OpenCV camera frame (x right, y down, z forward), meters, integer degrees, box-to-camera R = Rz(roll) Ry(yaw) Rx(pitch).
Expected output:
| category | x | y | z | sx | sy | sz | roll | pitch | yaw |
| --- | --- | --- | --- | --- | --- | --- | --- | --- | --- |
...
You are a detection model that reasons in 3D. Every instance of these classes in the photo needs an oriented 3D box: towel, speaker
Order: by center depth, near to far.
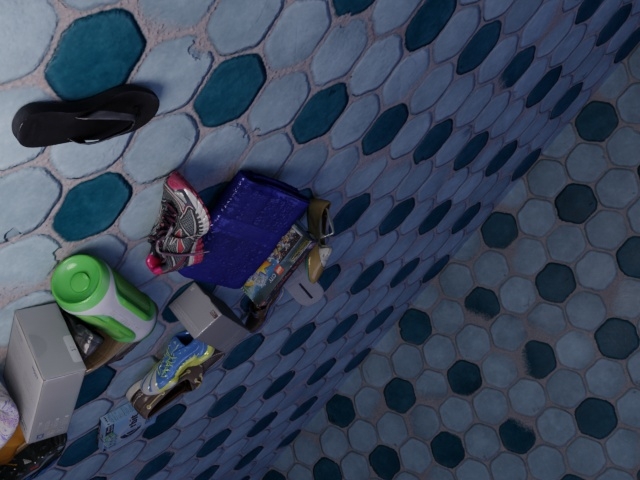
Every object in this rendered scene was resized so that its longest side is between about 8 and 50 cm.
| category | x | y | z | sx | sy | sz | roll | pitch | yaw |
| --- | --- | --- | --- | --- | --- | --- | --- | --- | --- |
| speaker | -0.450 | 0.130 | 1.559 | 0.131 | 0.131 | 0.296 | -40 | 158 | -7 |
| towel | -0.195 | -0.026 | 1.760 | 0.228 | 0.076 | 0.308 | 20 | 117 | -44 |

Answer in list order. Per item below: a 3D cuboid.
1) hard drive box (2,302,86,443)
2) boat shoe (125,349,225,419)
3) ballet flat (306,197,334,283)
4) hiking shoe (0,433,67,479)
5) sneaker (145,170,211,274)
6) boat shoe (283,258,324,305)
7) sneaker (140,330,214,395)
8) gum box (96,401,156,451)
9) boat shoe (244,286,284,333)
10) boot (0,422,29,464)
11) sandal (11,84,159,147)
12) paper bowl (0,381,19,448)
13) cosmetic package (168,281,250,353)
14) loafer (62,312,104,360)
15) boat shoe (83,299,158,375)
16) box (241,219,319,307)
| category | x | y | z | sx | sy | sz | roll | pitch | yaw |
| --- | --- | --- | --- | --- | --- | --- | --- | --- | --- |
| hard drive box | -0.578 | 0.276 | 1.524 | 0.089 | 0.181 | 0.232 | -10 | 142 | -38 |
| boat shoe | -0.407 | 0.409 | 2.165 | 0.324 | 0.096 | 0.116 | -28 | 153 | -33 |
| ballet flat | 0.000 | 0.000 | 1.977 | 0.073 | 0.232 | 0.080 | -2 | 177 | 17 |
| hiking shoe | -0.774 | 0.588 | 1.850 | 0.304 | 0.113 | 0.132 | -28 | 153 | -32 |
| sneaker | -0.305 | -0.022 | 1.543 | 0.112 | 0.121 | 0.299 | -26 | 152 | -27 |
| boat shoe | -0.095 | 0.057 | 2.046 | 0.121 | 0.119 | 0.335 | -29 | 137 | -2 |
| sneaker | -0.416 | 0.326 | 2.051 | 0.240 | 0.091 | 0.126 | -37 | 138 | -14 |
| gum box | -0.572 | 0.537 | 2.191 | 0.184 | 0.041 | 0.157 | -24 | 151 | -37 |
| boat shoe | -0.185 | 0.202 | 2.226 | 0.066 | 0.066 | 0.183 | 12 | 112 | -58 |
| boot | -0.764 | 0.463 | 1.659 | 0.211 | 0.104 | 0.295 | -33 | 160 | -24 |
| sandal | -0.374 | -0.191 | 1.210 | 0.255 | 0.054 | 0.097 | -23 | 151 | -39 |
| paper bowl | -0.754 | 0.358 | 1.430 | 0.284 | 0.148 | 0.284 | -36 | 157 | -18 |
| cosmetic package | -0.294 | 0.211 | 1.969 | 0.107 | 0.127 | 0.238 | -44 | 156 | 0 |
| loafer | -0.514 | 0.198 | 1.538 | 0.062 | 0.170 | 0.061 | 38 | 78 | -35 |
| boat shoe | -0.498 | 0.247 | 1.725 | 0.285 | 0.103 | 0.092 | -39 | 153 | -24 |
| box | -0.133 | 0.033 | 1.870 | 0.233 | 0.159 | 0.044 | -51 | 162 | 19 |
